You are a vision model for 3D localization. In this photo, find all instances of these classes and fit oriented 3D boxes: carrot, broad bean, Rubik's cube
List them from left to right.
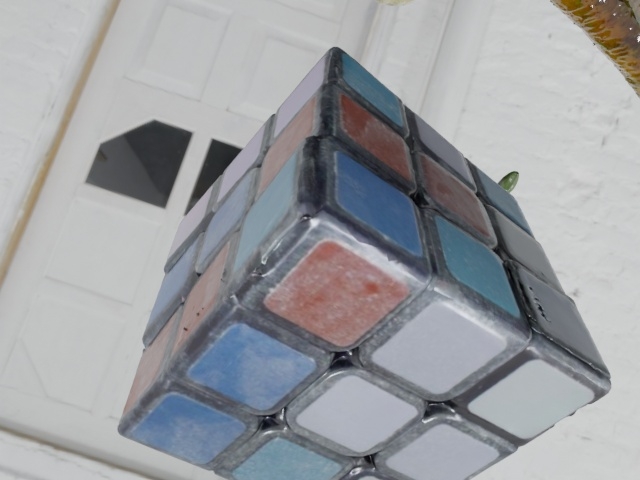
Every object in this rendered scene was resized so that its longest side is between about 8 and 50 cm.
[{"bbox_3d":[0.029,0.061,0.671,0.363,0.359,0.362,32,123,-18],"label":"Rubik's cube"},{"bbox_3d":[0.385,-0.080,1.395,0.039,0.069,0.227,40,122,-10],"label":"broad bean"},{"bbox_3d":[0.311,-0.180,0.564,0.314,0.066,0.066,34,161,-26],"label":"carrot"}]

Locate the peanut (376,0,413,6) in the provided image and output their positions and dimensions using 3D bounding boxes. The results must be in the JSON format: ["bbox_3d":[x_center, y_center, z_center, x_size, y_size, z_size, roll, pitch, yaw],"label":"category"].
[{"bbox_3d":[0.073,-0.384,0.712,0.123,0.124,0.257,13,167,16],"label":"peanut"}]
